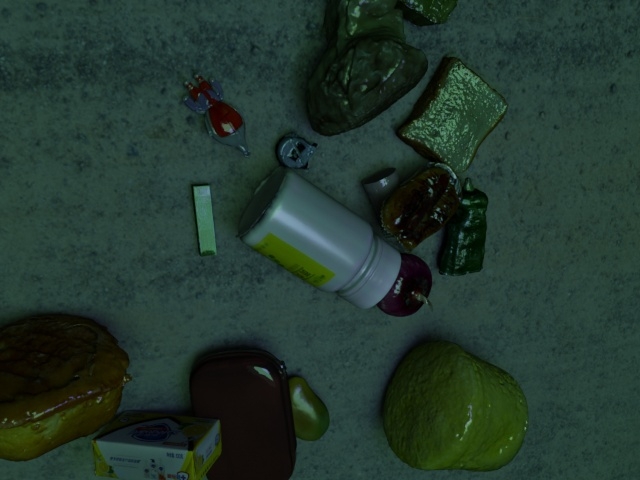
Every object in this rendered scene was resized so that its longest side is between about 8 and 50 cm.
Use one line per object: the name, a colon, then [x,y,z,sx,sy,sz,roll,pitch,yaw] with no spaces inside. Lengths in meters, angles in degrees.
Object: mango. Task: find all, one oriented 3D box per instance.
mango: [-0.053,0.465,1.644,0.122,0.085,0.191,-34,100,7]

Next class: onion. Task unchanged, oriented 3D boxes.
onion: [0.219,0.120,1.606,0.177,0.153,0.177,-1,96,-14]

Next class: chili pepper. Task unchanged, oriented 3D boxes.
chili pepper: [0.398,-0.041,1.651,0.136,0.099,0.271,-1,106,-5]

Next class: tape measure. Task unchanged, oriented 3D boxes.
tape measure: [-0.064,-0.219,1.495,0.094,0.054,0.091,18,98,-29]

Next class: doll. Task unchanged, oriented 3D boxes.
doll: [-0.236,-0.290,1.416,0.102,0.075,0.227,-41,101,-14]

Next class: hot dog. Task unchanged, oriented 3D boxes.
hot dog: [0.259,-0.084,1.515,0.270,0.081,0.163,-40,113,-24]

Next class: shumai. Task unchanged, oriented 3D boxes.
shumai: [0.067,-0.429,1.404,0.330,0.292,0.288,-33,92,31]

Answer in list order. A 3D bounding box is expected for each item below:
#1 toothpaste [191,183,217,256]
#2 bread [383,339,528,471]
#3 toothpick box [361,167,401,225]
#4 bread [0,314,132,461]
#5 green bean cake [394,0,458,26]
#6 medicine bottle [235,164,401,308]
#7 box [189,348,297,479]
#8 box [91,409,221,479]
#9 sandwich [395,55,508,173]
toothpaste: [-0.287,-0.051,1.477,0.043,0.037,0.179,-8,105,-18]
bread: [0.373,0.462,1.636,0.307,0.348,0.348,20,96,-25]
toothpick box: [0.180,-0.104,1.570,0.098,0.098,0.149,-28,108,-9]
bread: [-0.609,0.315,1.304,0.358,0.336,0.204,-15,119,-40]
green bean cake: [0.242,-0.645,1.459,0.214,0.113,0.200,25,92,-20]
medicine bottle: [0.000,0.000,1.480,0.378,0.213,0.214,33,92,-20]
box: [-0.200,0.470,1.560,0.263,0.108,0.404,-4,104,3]
box: [-0.391,0.500,1.451,0.265,0.168,0.097,2,100,14]
sandwich: [0.350,-0.321,1.579,0.226,0.087,0.251,34,91,-21]
